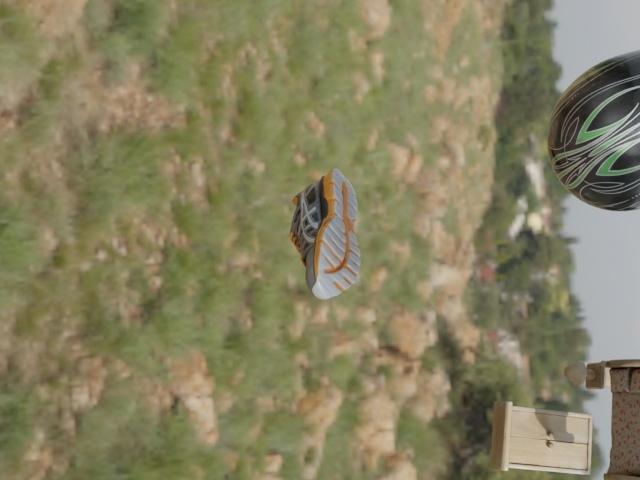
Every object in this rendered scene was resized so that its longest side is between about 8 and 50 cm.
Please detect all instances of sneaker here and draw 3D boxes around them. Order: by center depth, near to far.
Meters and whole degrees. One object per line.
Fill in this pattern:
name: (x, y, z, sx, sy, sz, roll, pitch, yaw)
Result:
sneaker: (0.000, 0.000, 1.612, 0.084, 0.083, 0.215, 51, 29, -33)

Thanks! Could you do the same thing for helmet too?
helmet: (0.310, -0.107, 1.217, 0.169, 0.162, 0.169, 59, -6, 10)

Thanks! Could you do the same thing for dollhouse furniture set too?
dollhouse furniture set: (0.430, 0.333, 1.915, 0.355, 0.174, 0.303, 160, -64, -67)
